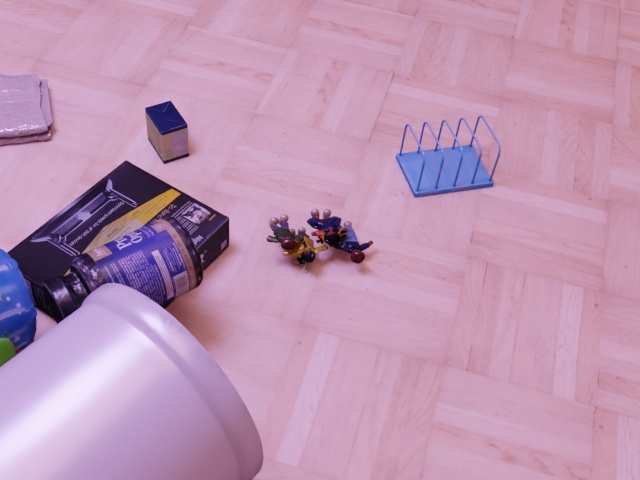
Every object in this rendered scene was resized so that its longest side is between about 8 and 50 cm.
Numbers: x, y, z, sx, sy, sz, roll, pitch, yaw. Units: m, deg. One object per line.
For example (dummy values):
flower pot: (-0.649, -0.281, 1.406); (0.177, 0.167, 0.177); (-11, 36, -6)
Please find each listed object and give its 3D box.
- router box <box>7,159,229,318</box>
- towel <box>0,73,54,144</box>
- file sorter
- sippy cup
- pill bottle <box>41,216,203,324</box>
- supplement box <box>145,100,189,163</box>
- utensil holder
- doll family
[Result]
router box: (-0.342, 0.020, 1.423); (0.242, 0.081, 0.309); (29, 51, 18)
towel: (-0.682, -0.256, 1.660); (0.282, 0.049, 0.187); (-10, 49, -15)
file sorter: (0.254, -0.173, 1.649); (0.170, 0.105, 0.118); (-9, 49, -13)
sippy cup: (-0.557, 0.116, 1.233); (0.224, 0.240, 0.305); (-22, 68, -38)
pill bottle: (-0.298, 0.059, 1.256); (0.219, 0.123, 0.123); (-27, 56, -27)
supplement box: (-0.302, -0.213, 1.637); (0.056, 0.083, 0.083); (-21, 53, -23)
utensil holder: (-0.318, 0.294, 1.022); (0.327, 0.328, 0.385); (36, 57, 24)
doll family: (0.000, 0.000, 1.481); (0.192, 0.076, 0.111); (-13, 31, -11)
